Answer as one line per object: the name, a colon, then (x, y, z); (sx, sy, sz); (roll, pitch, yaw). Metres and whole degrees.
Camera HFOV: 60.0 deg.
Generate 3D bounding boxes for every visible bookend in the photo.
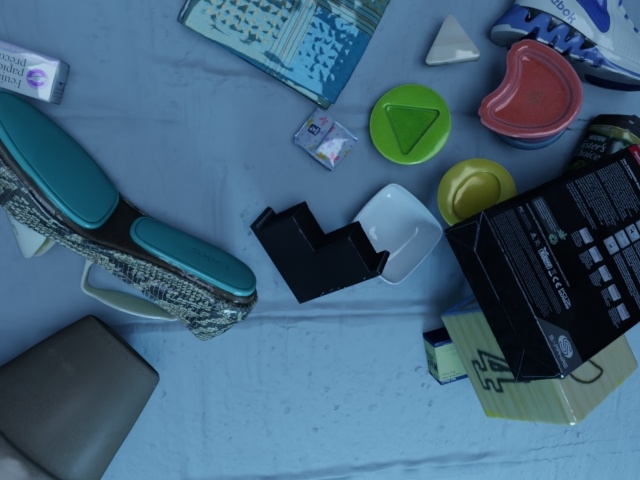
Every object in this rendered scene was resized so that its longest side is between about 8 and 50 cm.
bookend: (0.000, 0.000, 0.877); (0.156, 0.072, 0.157); (-23, 108, 29)

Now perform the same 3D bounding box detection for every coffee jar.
coffee jar: (0.492, -0.135, 0.978); (0.079, 0.096, 0.184); (29, 94, -19)

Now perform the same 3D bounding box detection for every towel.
towel: (-0.012, -0.424, 0.846); (0.271, 0.040, 0.370); (27, 93, -17)

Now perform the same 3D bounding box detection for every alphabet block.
alphabet block: (0.355, 0.164, 0.915); (0.192, 0.193, 0.197); (-25, 90, -28)

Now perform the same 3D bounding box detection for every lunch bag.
lunch bag: (0.006, -0.162, 0.894); (0.083, 0.053, 0.071); (40, 90, -7)

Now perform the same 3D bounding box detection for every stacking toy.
stacking toy: (0.250, -0.189, 0.930); (0.279, 0.130, 0.309); (37, 96, 11)

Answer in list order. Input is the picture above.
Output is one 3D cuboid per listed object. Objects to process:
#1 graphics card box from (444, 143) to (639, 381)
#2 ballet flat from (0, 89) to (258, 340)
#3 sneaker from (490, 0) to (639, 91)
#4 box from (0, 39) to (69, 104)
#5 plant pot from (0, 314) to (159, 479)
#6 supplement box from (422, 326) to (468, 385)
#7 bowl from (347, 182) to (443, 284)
graphics card box: (0.377, 0.019, 0.800); (0.371, 0.094, 0.232); (-22, 85, -30)
ballet flat: (-0.320, 0.002, 0.818); (0.483, 0.164, 0.182); (38, 112, -18)
sneaker: (0.454, -0.370, 0.907); (0.315, 0.127, 0.182); (17, 99, -13)
box: (-0.522, -0.268, 0.755); (0.324, 0.067, 0.063); (16, 98, -14)
plant pot: (-0.373, 0.237, 0.815); (0.263, 0.263, 0.229); (47, 71, -16)
supplement box: (0.241, 0.206, 1.014); (0.083, 0.056, 0.083); (-14, 103, -9)
bowl: (0.117, -0.014, 0.946); (0.142, 0.053, 0.142); (41, 91, -17)
